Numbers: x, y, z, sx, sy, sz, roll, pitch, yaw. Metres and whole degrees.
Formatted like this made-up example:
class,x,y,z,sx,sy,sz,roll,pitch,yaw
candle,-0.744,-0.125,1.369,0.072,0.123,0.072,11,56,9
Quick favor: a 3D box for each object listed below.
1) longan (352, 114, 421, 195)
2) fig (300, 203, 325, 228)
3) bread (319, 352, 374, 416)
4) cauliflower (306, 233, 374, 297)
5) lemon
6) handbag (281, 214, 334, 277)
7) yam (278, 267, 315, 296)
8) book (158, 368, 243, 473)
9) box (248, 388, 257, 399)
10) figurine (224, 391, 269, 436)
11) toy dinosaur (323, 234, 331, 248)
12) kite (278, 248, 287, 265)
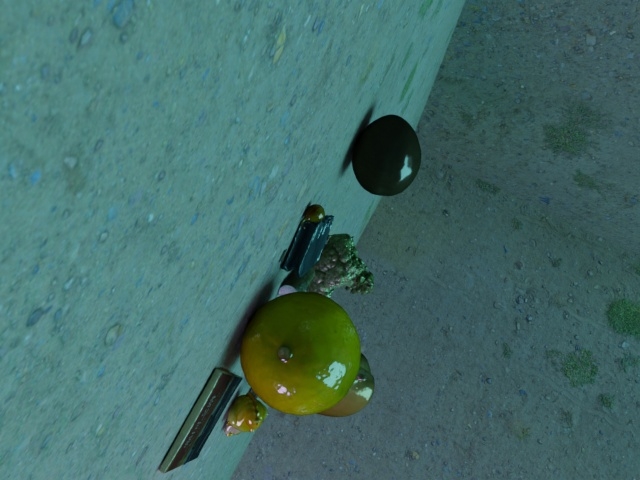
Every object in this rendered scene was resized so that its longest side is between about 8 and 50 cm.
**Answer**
class,x,y,z,sx,sy,sz,roll,pitch,yaw
longan,0.203,-0.262,1.813,0.248,0.248,0.248,-61,173,-13
fig,-0.024,-0.062,1.553,0.083,0.050,0.050,-43,164,-29
bread,-0.029,0.468,2.106,0.253,0.375,0.348,-58,-154,9
cauliflower,0.077,0.109,2.059,0.275,0.250,0.273,-99,-147,-66
lemon,-0.052,0.295,1.555,0.348,0.347,0.348,-61,173,-13
handbag,-0.031,0.000,1.682,0.229,0.062,0.179,-40,153,-72
yam,-0.072,0.133,1.833,0.068,0.068,0.169,-67,171,28
book,-0.303,0.467,1.553,0.263,0.028,0.374,-60,173,-13
box,-0.271,0.616,2.265,0.207,0.041,0.050,-59,172,-29
figurine,-0.265,0.609,2.029,0.156,0.131,0.246,-2,148,-36
toy dinosaur,0.000,0.000,1.932,0.055,0.049,0.154,-54,177,-29
kite,-0.104,0.053,1.562,0.044,0.002,0.078,-53,167,-56
